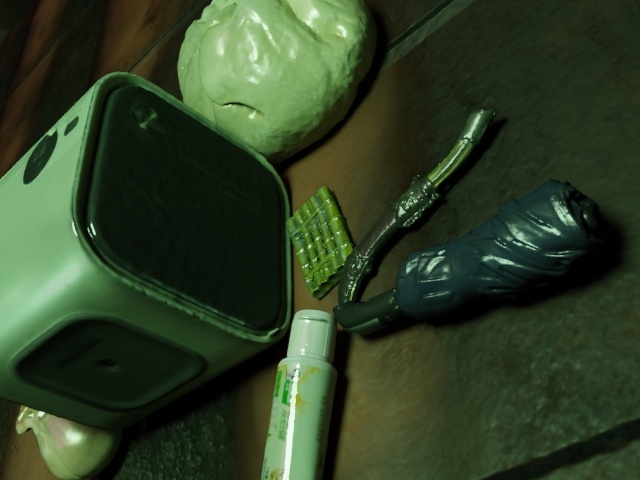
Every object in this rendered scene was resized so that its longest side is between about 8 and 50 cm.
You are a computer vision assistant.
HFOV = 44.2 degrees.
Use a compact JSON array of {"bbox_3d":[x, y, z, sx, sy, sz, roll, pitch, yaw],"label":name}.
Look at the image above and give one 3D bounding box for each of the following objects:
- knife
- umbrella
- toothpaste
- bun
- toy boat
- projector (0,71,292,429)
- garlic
[{"bbox_3d":[0.078,-0.028,0.693,0.222,0.021,0.045,-55,49,11],"label":"knife"},{"bbox_3d":[0.104,0.030,0.598,0.248,0.071,0.071,-34,41,41],"label":"umbrella"},{"bbox_3d":[-0.026,0.208,0.622,0.056,0.058,0.314,5,67,8],"label":"toothpaste"},{"bbox_3d":[-0.070,-0.211,0.902,0.259,0.160,0.259,-29,47,37],"label":"bun"},{"bbox_3d":[0.000,0.000,0.775,0.063,0.016,0.115,-44,37,19],"label":"toy boat"},{"bbox_3d":[-0.200,0.022,0.801,0.249,0.248,0.248,-33,43,32],"label":"projector"},{"bbox_3d":[-0.270,0.193,0.907,0.124,0.099,0.174,-19,52,18],"label":"garlic"}]
